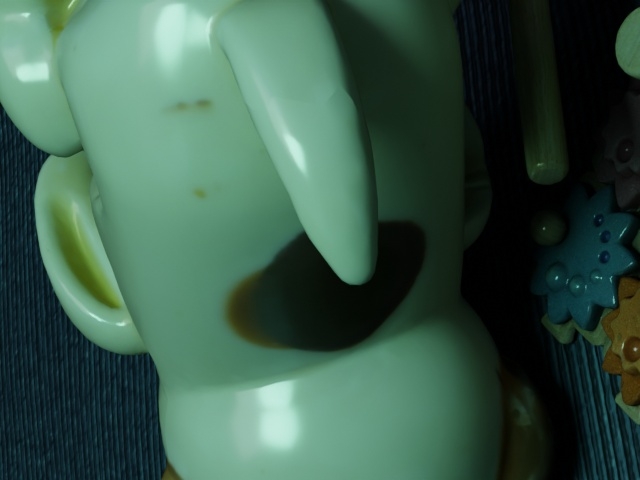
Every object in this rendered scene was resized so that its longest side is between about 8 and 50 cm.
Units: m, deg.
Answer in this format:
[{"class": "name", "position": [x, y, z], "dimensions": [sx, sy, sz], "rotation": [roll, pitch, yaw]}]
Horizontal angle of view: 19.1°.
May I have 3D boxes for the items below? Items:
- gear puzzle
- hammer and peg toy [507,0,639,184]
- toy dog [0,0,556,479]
[{"class": "gear puzzle", "position": [0.216, 0.044, 0.975], "dimensions": [0.339, 0.044, 0.175], "rotation": [49, 120, 47]}, {"class": "hammer and peg toy", "position": [0.225, -0.172, 0.945], "dimensions": [0.361, 0.127, 0.266], "rotation": [-20, 64, 48]}, {"class": "toy dog", "position": [0.000, 0.000, 1.032], "dimensions": [0.395, 0.284, 0.408], "rotation": [38, 147, 55]}]
